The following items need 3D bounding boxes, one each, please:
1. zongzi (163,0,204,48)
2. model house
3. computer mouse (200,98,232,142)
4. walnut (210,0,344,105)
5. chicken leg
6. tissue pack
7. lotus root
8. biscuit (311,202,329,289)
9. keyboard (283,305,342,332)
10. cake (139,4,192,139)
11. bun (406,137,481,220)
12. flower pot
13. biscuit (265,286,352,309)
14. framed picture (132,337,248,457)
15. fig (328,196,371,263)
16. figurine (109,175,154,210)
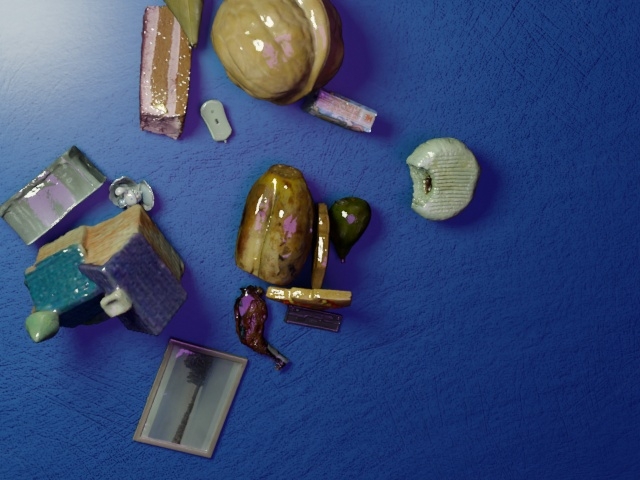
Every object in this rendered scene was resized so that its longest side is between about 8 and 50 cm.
[{"bbox_3d":[-0.352,-0.559,1.488,0.228,0.115,0.256,7,100,-21],"label":"zongzi"},{"bbox_3d":[-0.470,0.110,1.507,0.312,0.280,0.245,-27,120,1],"label":"model house"},{"bbox_3d":[-0.245,-0.281,1.632,0.055,0.032,0.110,-25,119,-6],"label":"computer mouse"},{"bbox_3d":[-0.089,-0.435,1.512,0.296,0.285,0.285,-20,111,-41],"label":"walnut"},{"bbox_3d":[-0.159,0.231,1.773,0.105,0.051,0.253,-25,111,-13],"label":"chicken leg"},{"bbox_3d":[0.043,-0.309,1.655,0.155,0.115,0.065,21,95,-18],"label":"tissue pack"},{"bbox_3d":[-0.101,-0.033,1.653,0.193,0.193,0.291,11,101,-17],"label":"lotus root"},{"bbox_3d":[0.003,0.000,1.684,0.034,0.182,0.215,4,59,-6],"label":"biscuit"},{"bbox_3d":[-0.018,0.206,1.822,0.155,0.010,0.053,14,100,-18],"label":"keyboard"},{"bbox_3d":[-0.344,-0.380,1.546,0.115,0.113,0.296,2,92,-17],"label":"cake"},{"bbox_3d":[0.295,-0.161,1.753,0.203,0.126,0.213,19,106,-19],"label":"bun"},{"bbox_3d":[-0.599,-0.101,1.545,0.229,0.103,0.108,-41,109,-2],"label":"flower pot"},{"bbox_3d":[-0.012,0.147,1.700,0.212,0.238,0.041,19,73,-41],"label":"biscuit"},{"bbox_3d":[-0.333,0.408,1.786,0.213,0.016,0.289,19,98,-18],"label":"framed picture"},{"bbox_3d":[0.061,-0.026,1.745,0.117,0.117,0.178,9,121,-17],"label":"fig"},{"bbox_3d":[-0.438,-0.100,1.600,0.086,0.082,0.095,-13,130,-35],"label":"figurine"}]
